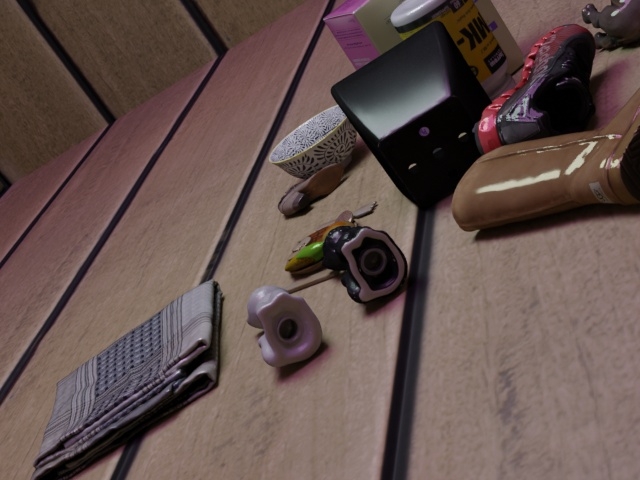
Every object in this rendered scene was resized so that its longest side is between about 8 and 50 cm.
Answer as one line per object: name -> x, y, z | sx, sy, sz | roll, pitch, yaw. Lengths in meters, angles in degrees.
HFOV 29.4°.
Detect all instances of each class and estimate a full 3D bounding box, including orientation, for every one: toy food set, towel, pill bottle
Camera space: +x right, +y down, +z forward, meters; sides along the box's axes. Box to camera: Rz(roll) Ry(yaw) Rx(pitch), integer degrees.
toy food set -> 0.000, 0.000, 1.769 | 0.132, 0.038, 0.192 | -23, 22, 33
towel -> -0.276, 0.195, 1.744 | 0.312, 0.056, 0.324 | -33, 19, 8
pill bottle -> 0.207, -0.280, 1.833 | 0.119, 0.208, 0.119 | -32, 18, 12

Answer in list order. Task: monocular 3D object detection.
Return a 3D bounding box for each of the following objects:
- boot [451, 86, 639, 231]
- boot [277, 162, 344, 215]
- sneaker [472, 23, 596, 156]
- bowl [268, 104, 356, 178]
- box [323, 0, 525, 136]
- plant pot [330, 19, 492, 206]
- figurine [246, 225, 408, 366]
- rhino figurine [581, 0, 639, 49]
boot -> 0.305, -0.114, 1.442 | 0.236, 0.089, 0.269 | -45, 19, -29
boot -> -0.022, -0.087, 2.024 | 0.118, 0.042, 0.087 | -40, 17, -17
sneaker -> 0.317, -0.201, 1.622 | 0.135, 0.098, 0.276 | -13, 30, 49
bowl -> 0.003, -0.153, 2.082 | 0.170, 0.080, 0.170 | -32, 18, 12
box -> 0.167, -0.319, 1.945 | 0.213, 0.243, 0.117 | -41, 19, -16
plant pot -> 0.147, -0.159, 1.707 | 0.188, 0.187, 0.167 | -31, 30, 12
figurine -> -0.007, 0.060, 1.578 | 0.215, 0.092, 0.209 | -37, 11, -4
rhino figurine -> 0.460, -0.389, 1.747 | 0.243, 0.073, 0.106 | -67, 24, 3
